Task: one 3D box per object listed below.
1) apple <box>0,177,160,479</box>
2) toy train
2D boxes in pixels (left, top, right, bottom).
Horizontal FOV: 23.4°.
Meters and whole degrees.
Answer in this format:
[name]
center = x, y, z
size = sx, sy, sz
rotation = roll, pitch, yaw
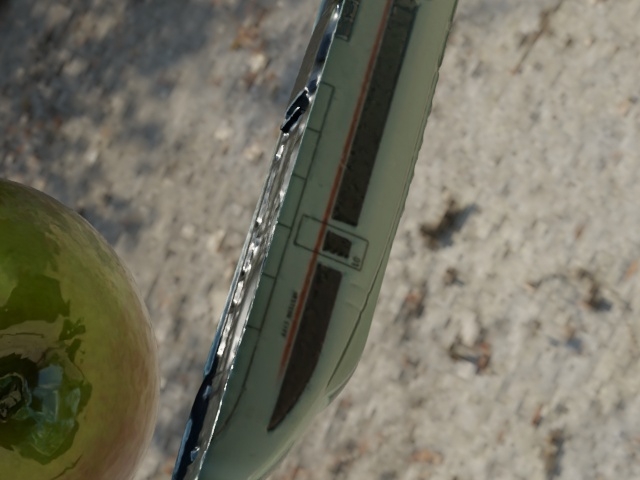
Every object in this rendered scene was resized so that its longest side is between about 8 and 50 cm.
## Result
[apple]
center = -0.282, 0.106, 1.166
size = 0.339, 0.339, 0.340
rotation = -38, 38, 37
[toy train]
center = 0.000, 0.000, 0.968
size = 0.086, 0.088, 0.407
rotation = 136, 154, -62
